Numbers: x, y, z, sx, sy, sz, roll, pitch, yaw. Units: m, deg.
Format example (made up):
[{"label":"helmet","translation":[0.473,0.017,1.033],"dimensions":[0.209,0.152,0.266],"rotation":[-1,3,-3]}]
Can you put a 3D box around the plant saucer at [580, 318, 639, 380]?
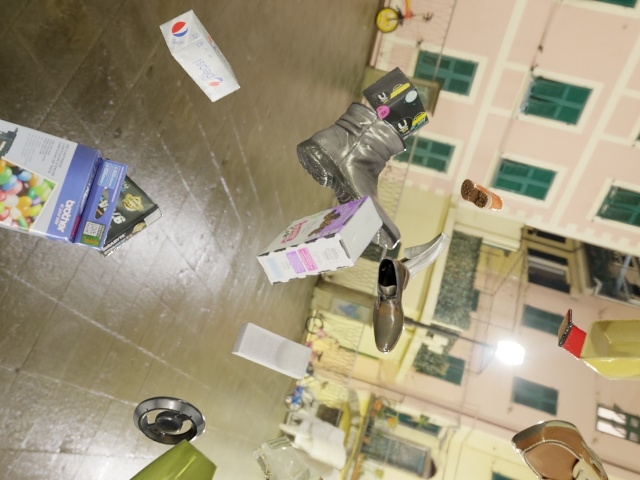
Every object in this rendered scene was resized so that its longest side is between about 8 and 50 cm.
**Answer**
[{"label":"plant saucer","translation":[0.875,0.282,1.327],"dimensions":[0.332,0.332,0.081],"rotation":[-17,97,-57]}]

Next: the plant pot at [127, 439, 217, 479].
[{"label":"plant pot","translation":[-0.459,0.764,1.543],"dimensions":[0.293,0.274,0.275],"rotation":[-50,162,-23]}]

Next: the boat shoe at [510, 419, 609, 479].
[{"label":"boat shoe","translation":[0.499,0.456,1.016],"dimensions":[0.122,0.324,0.120],"rotation":[-40,-145,21]}]

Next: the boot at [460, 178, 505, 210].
[{"label":"boot","translation":[0.481,-0.132,1.528],"dimensions":[0.158,0.084,0.059],"rotation":[-120,-136,-54]}]

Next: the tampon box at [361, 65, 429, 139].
[{"label":"tampon box","translation":[0.210,-0.369,1.418],"dimensions":[0.120,0.101,0.161],"rotation":[-34,148,9]}]

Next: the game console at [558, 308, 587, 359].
[{"label":"game console","translation":[0.958,0.351,1.933],"dimensions":[0.124,0.085,0.144],"rotation":[-62,159,-43]}]

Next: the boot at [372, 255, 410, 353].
[{"label":"boot","translation":[0.148,0.141,1.174],"dimensions":[0.106,0.082,0.219],"rotation":[41,55,-58]}]

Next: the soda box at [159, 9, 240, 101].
[{"label":"soda box","translation":[-0.321,-0.495,1.406],"dimensions":[0.091,0.098,0.286],"rotation":[65,5,12]}]

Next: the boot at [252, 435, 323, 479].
[{"label":"boot","translation":[-0.121,0.575,1.228],"dimensions":[0.213,0.165,0.077],"rotation":[-17,133,-38]}]

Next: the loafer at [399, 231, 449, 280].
[{"label":"loafer","translation":[0.391,0.069,2.111],"dimensions":[0.319,0.111,0.112],"rotation":[-44,-179,23]}]

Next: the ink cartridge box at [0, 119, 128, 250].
[{"label":"ink cartridge box","translation":[-0.537,-0.109,0.940],"dimensions":[0.065,0.311,0.186],"rotation":[157,-51,-71]}]

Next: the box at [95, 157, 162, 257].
[{"label":"box","translation":[-0.528,-0.086,1.265],"dimensions":[0.175,0.220,0.051],"rotation":[-40,158,-23]}]

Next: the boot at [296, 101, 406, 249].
[{"label":"boot","translation":[0.125,-0.164,1.199],"dimensions":[0.222,0.338,0.118],"rotation":[-38,174,-16]}]

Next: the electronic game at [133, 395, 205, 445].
[{"label":"electronic game","translation":[-0.482,0.578,1.639],"dimensions":[0.048,0.229,0.229],"rotation":[-86,-175,-57]}]

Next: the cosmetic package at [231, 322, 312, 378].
[{"label":"cosmetic package","translation":[-0.149,0.346,1.599],"dimensions":[0.060,0.239,0.099],"rotation":[-21,-135,55]}]

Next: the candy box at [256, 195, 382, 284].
[{"label":"candy box","translation":[0.000,0.000,1.003],"dimensions":[0.070,0.196,0.165],"rotation":[63,35,-16]}]
